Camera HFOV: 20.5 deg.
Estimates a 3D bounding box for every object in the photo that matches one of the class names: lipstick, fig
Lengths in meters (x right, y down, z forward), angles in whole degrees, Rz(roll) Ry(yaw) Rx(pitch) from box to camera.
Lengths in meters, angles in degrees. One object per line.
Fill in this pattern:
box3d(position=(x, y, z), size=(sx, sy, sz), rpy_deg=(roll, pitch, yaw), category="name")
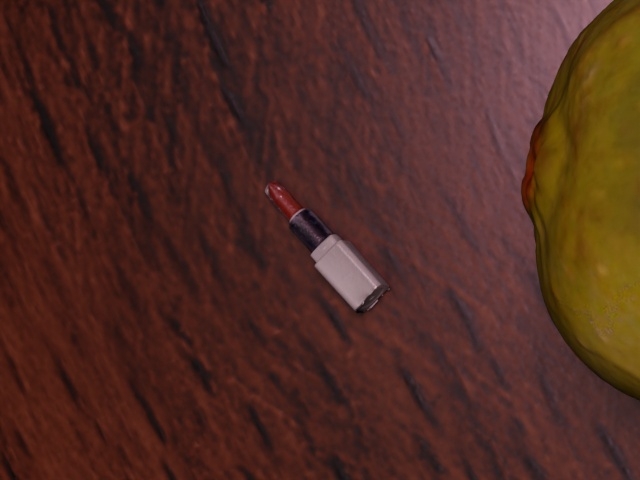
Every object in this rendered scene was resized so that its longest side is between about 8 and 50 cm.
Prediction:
box3d(position=(0.000, 0.000, 1.153), size=(0.025, 0.025, 0.107), rpy_deg=(-45, 74, 11), category="lipstick")
box3d(position=(0.274, -0.036, 0.966), size=(0.326, 0.258, 0.258), rpy_deg=(-7, 89, -3), category="fig")
